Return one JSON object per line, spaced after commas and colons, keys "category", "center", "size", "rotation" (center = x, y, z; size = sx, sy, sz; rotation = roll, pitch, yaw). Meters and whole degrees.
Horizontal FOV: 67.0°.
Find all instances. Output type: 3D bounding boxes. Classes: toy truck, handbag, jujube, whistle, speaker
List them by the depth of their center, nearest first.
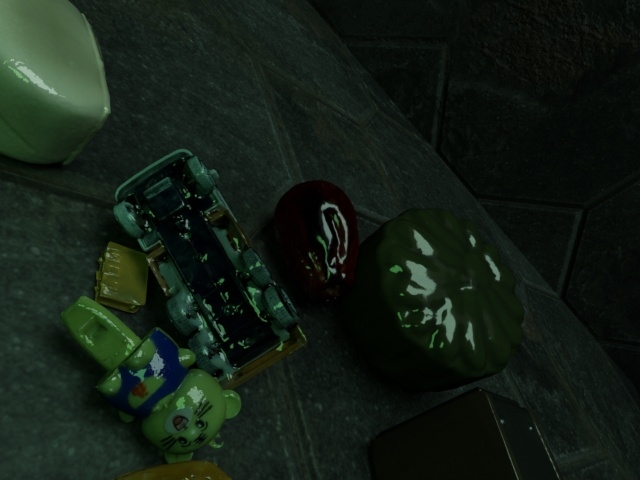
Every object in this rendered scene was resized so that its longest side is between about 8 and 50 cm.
{"category": "whistle", "center": [-0.186, 0.149, 0.526], "size": [0.227, 0.105, 0.085], "rotation": [48, -7, -11]}
{"category": "handbag", "center": [-0.254, 0.048, 0.619], "size": [0.061, 0.027, 0.083], "rotation": [27, 38, -37]}
{"category": "toy truck", "center": [-0.140, 0.038, 0.664], "size": [0.305, 0.136, 0.162], "rotation": [58, -1, 11]}
{"category": "speaker", "center": [0.215, 0.356, 0.726], "size": [0.153, 0.231, 0.192], "rotation": [27, 37, -37]}
{"category": "jujube", "center": [0.000, 0.000, 0.908], "size": [0.168, 0.168, 0.236], "rotation": [21, 44, -43]}

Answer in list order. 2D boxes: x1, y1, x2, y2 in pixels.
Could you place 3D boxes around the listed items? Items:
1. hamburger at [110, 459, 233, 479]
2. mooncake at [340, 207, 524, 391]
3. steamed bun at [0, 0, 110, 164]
{"category": "hamburger", "center": [-0.138, 0.306, 0.420], "size": [0.214, 0.108, 0.213], "rotation": [34, 29, -22]}
{"category": "mooncake", "center": [0.228, 0.110, 0.957], "size": [0.357, 0.194, 0.356], "rotation": [13, 61, -23]}
{"category": "steamed bun", "center": [-0.386, -0.227, 0.617], "size": [0.164, 0.146, 0.241], "rotation": [16, 44, -53]}
